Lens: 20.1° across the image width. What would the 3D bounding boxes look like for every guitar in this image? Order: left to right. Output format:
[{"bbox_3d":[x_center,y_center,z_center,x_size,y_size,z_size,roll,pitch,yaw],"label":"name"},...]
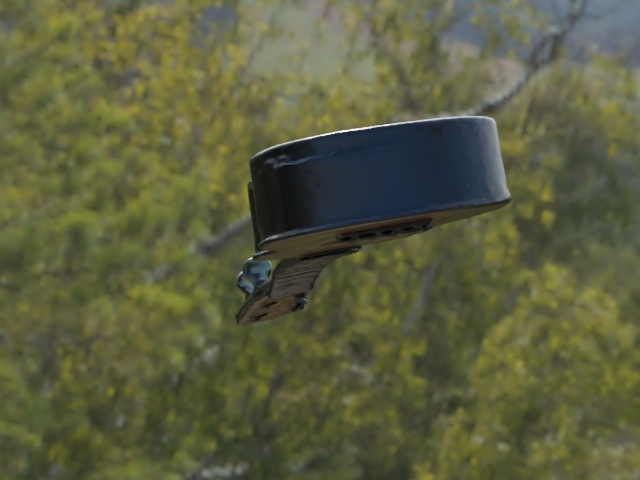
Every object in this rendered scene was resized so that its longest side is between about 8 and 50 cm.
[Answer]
[{"bbox_3d":[0.000,-0.002,0.689,0.083,0.038,0.271,-7,-8,-12],"label":"guitar"}]
